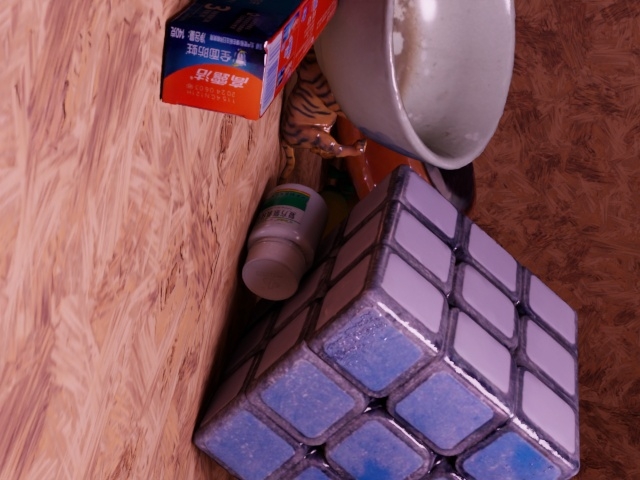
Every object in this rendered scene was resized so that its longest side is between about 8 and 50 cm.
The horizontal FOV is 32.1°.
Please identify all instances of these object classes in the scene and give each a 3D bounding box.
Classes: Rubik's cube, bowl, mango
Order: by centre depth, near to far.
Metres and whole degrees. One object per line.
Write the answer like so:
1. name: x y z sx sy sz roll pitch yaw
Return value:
1. bowl: 0.084 -0.220 1.174 0.289 0.146 0.289 -11 103 -56
2. Rubik's cube: 0.087 0.152 1.264 0.305 0.301 0.303 -43 -167 27
3. mango: 0.000 0.000 1.593 0.194 0.092 0.130 -76 173 -62

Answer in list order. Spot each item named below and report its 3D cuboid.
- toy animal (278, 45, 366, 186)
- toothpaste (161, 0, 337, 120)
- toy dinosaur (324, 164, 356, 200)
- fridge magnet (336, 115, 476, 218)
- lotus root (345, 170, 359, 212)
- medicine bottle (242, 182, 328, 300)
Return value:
1. toy animal: -0.011 -0.138 1.317 0.114 0.116 0.255 -90 -161 -48
2. toothpaste: -0.045 -0.186 0.918 0.320 0.076 0.066 -65 165 -62
3. toy dinosaur: 0.057 -0.093 1.904 0.132 0.096 0.059 -49 149 -83
4. fridge magnet: 0.144 -0.136 1.842 0.363 0.155 0.363 41 40 -46
5. lotus root: 0.117 -0.087 2.122 0.183 0.183 0.310 90 11 -62
6. medicine bottle: -0.042 0.002 1.273 0.130 0.080 0.080 -70 170 -48
